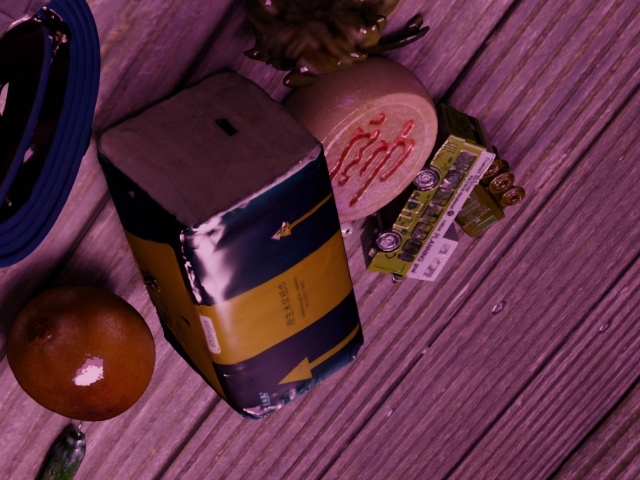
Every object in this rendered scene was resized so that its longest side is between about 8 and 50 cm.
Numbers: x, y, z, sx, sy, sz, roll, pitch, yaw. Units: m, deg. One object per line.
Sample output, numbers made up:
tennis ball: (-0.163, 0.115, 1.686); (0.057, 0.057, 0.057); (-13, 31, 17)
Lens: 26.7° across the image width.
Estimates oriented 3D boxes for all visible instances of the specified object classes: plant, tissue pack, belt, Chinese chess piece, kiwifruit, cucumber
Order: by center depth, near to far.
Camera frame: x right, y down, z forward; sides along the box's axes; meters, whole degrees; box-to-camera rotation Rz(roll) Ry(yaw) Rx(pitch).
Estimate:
belt: (-0.364, -0.136, 1.463); (0.212, 0.117, 0.347); (33, 63, -46)
plant: (0.042, -0.266, 1.855); (0.251, 0.180, 0.333); (-31, 152, 6)
tissue pack: (-0.114, 0.013, 1.887); (0.253, 0.264, 0.416); (-32, 138, -17)
kiwifruit: (-0.348, 0.160, 1.946); (0.196, 0.196, 0.234); (-43, 150, 6)
Chinese chess piece: (0.048, -0.153, 2.041); (0.270, 0.112, 0.270); (-26, 144, -21)
cucumber: (-0.438, 0.392, 2.259); (0.056, 0.056, 0.250); (-2, 134, -44)

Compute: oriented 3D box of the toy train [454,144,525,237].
toy train: (0.265, -0.100, 2.345); (0.137, 0.090, 0.225); (-34, 144, 11)

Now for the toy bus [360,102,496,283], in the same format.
toy bus: (0.180, -0.070, 2.213); (0.139, 0.113, 0.301); (15, 127, -20)

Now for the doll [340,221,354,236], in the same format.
doll: (0.000, 0.000, 2.217); (0.091, 0.067, 0.219); (-5, 132, -40)
